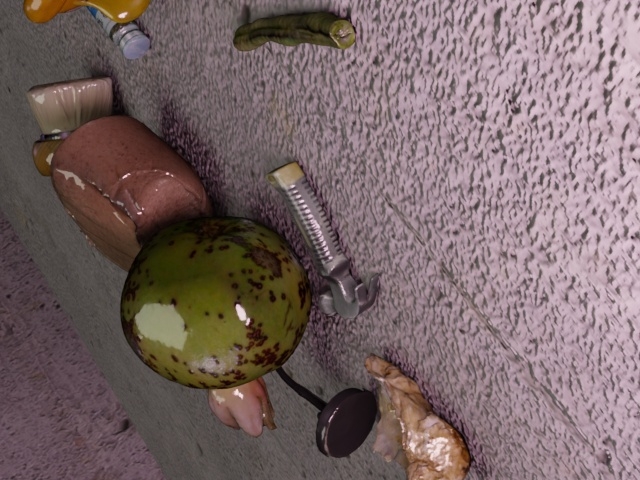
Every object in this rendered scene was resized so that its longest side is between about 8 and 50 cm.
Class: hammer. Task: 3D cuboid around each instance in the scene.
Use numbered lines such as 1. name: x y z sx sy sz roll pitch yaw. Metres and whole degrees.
1. hammer: 0.000 0.000 1.523 0.226 0.041 0.159 64 157 -4

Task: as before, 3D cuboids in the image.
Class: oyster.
1. oyster: 0.126 0.257 1.505 0.232 0.107 0.161 -117 8 -51

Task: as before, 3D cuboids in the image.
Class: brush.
1. brush: -0.454 -0.216 2.105 0.267 0.174 0.166 -147 46 -77

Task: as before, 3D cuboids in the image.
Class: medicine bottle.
1. medicine bottle: -0.341 -0.370 1.811 0.191 0.051 0.051 51 155 21

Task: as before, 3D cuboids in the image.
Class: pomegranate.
1. pomegranate: -0.142 0.136 1.673 0.285 0.285 0.340 26 131 55

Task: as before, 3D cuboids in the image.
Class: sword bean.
1. sword bean: -0.038 -0.244 1.333 0.269 0.038 0.043 15 104 60

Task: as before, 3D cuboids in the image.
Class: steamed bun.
1. steamed bun: -0.288 -0.069 1.878 0.251 0.199 0.301 33 158 20

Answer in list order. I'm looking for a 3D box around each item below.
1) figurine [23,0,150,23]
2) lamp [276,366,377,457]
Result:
1. figurine: -0.343 -0.404 1.598 0.215 0.215 0.228 54 168 18
2. lamp: -0.028 0.223 1.786 0.108 0.130 0.371 25 -179 -30
